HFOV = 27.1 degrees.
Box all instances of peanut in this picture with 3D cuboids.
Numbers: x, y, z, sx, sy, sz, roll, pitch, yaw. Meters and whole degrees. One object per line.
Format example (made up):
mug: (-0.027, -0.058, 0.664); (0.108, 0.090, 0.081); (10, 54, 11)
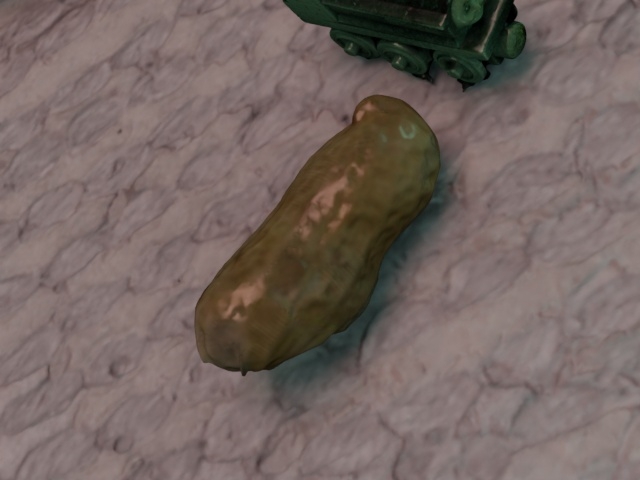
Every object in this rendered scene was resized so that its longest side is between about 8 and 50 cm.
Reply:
peanut: (0.000, 0.000, 0.855); (0.099, 0.099, 0.214); (24, 75, 35)

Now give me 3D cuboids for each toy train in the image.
toy train: (0.053, -0.160, 0.896); (0.170, 0.111, 0.071); (19, 81, 35)
